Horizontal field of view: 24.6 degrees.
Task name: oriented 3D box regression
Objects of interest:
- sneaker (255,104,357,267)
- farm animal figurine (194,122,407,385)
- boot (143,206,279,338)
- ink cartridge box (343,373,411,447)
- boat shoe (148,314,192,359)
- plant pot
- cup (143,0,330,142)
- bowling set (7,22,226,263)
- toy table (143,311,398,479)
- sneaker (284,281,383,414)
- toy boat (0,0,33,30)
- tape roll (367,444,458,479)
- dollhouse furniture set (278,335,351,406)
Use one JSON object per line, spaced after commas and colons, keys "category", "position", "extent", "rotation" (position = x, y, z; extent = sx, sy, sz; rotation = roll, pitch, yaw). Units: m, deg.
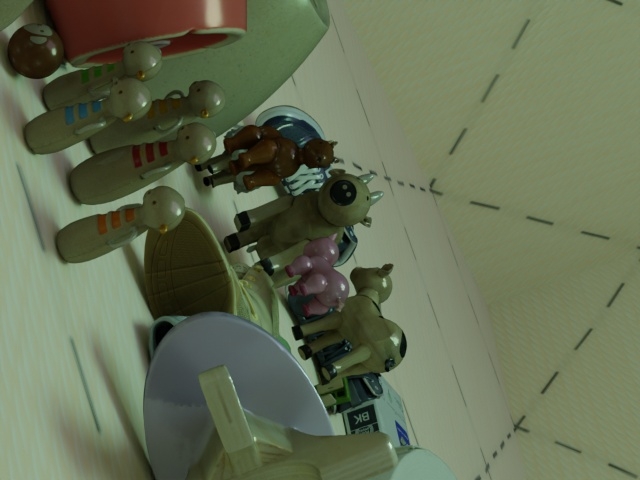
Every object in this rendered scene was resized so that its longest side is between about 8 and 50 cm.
{"category": "sneaker", "position": [-0.017, -0.074, 2.288], "extent": [0.282, 0.099, 0.153], "rotation": [62, 12, -46]}
{"category": "farm animal figurine", "position": [0.000, 0.000, 1.814], "extent": [0.330, 0.172, 0.327], "rotation": [70, -17, -6]}
{"category": "boot", "position": [-0.113, 0.057, 1.646], "extent": [0.203, 0.095, 0.262], "rotation": [-78, 148, -67]}
{"category": "ink cartridge box", "position": [0.103, 0.358, 2.214], "extent": [0.165, 0.065, 0.333], "rotation": [53, 19, -53]}
{"category": "boat shoe", "position": [-0.124, 0.179, 1.479], "extent": [0.081, 0.079, 0.228], "rotation": [23, 42, -62]}
{"category": "plant pot", "position": [-0.195, -0.321, 1.567], "extent": [0.275, 0.274, 0.243], "rotation": [-16, 97, -78]}
{"category": "cup", "position": [-0.127, -0.300, 1.825], "extent": [0.331, 0.236, 0.331], "rotation": [-20, 90, -78]}
{"category": "bowling set", "position": [-0.199, -0.129, 1.421], "extent": [0.287, 0.154, 0.200], "rotation": [-92, 159, -56]}
{"category": "toy table", "position": [-0.065, 0.213, 1.341], "extent": [0.274, 0.252, 0.161], "rotation": [59, -3, -13]}
{"category": "sneaker", "position": [0.022, 0.154, 2.123], "extent": [0.226, 0.086, 0.163], "rotation": [55, 16, -54]}
{"category": "toy boat", "position": [-0.324, -0.285, 1.231], "extent": [0.151, 0.151, 0.231], "rotation": [42, -2, 27]}
{"category": "tape roll", "position": [0.135, 0.473, 1.959], "extent": [0.392, 0.072, 0.392], "rotation": [44, 39, -49]}
{"category": "dollhouse furniture set", "position": [-0.012, 0.182, 1.990], "extent": [0.152, 0.058, 0.076], "rotation": [56, 18, -51]}
